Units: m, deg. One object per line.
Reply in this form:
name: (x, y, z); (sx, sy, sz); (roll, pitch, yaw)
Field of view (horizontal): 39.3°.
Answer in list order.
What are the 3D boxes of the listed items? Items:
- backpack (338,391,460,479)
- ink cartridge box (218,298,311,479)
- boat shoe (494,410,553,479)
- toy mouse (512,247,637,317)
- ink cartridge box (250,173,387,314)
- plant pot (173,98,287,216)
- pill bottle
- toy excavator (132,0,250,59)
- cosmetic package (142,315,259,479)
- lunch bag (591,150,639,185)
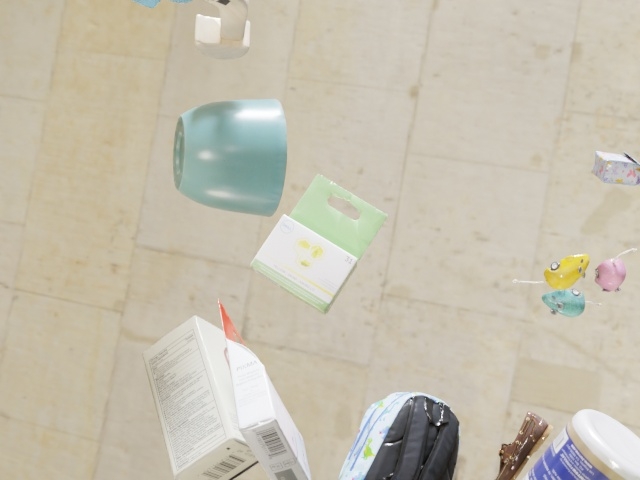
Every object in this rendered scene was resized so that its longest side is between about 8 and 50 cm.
backpack: (0.199, 0.543, 2.210); (0.356, 0.290, 0.273); (-64, 17, -10)
ink cartridge box: (-0.077, 0.213, 1.261); (0.189, 0.066, 0.232); (68, -172, -45)
boat shoe: (0.451, 0.490, 2.076); (0.207, 0.073, 0.073); (-56, -7, 4)
toy mouse: (0.358, 0.067, 1.204); (0.143, 0.161, 0.031); (47, -157, -45)
ink cartridge box: (0.000, 0.000, 1.714); (0.235, 0.171, 0.056); (-57, -9, -10)
plant pot: (-0.232, -0.206, 2.186); (0.293, 0.235, 0.293); (-179, 90, -73)
pill bottle: (0.366, 0.393, 1.320); (0.265, 0.153, 0.153); (-57, -11, 19)
toy excavator: (-0.264, -0.563, 1.891); (0.445, 0.433, 0.222); (17, -118, -32)
cosmetic package: (-0.228, 0.317, 1.757); (0.129, 0.153, 0.296); (39, -158, -48)
lunch bag: (0.528, -0.127, 1.573); (0.071, 0.083, 0.053); (-86, 5, -72)
